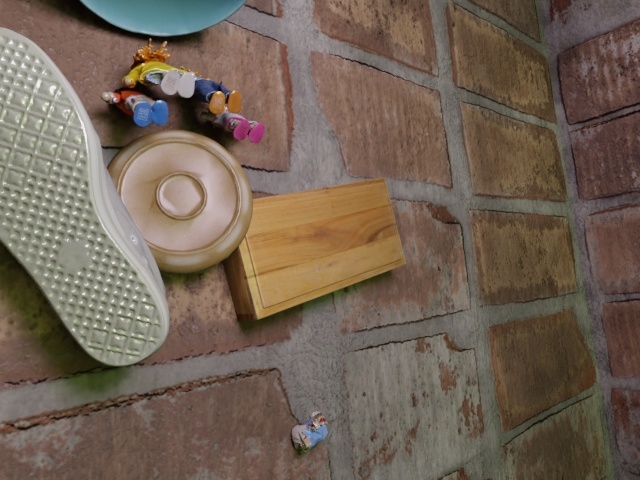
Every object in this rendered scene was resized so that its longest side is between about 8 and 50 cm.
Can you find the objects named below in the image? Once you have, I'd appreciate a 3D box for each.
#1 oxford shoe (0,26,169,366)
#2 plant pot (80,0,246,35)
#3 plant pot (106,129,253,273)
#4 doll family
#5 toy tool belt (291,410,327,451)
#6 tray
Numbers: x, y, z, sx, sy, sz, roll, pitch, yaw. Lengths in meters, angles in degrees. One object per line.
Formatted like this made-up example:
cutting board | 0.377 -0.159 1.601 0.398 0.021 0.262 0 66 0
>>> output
oxford shoe | -0.336 -0.044 0.627 0.169 0.130 0.450 -26 101 -9
plant pot | -0.248 -0.504 0.704 0.292 0.293 0.235 -3 69 -41
plant pot | -0.219 -0.067 0.746 0.236 0.032 0.237 4 79 -20
doll family | -0.211 -0.244 0.765 0.262 0.163 0.119 2 112 -41
toy tool belt | -0.010 0.355 0.881 0.083 0.051 0.052 -23 97 -41
tray | 0.000 0.000 0.947 0.410 0.076 0.203 -15 92 -42
